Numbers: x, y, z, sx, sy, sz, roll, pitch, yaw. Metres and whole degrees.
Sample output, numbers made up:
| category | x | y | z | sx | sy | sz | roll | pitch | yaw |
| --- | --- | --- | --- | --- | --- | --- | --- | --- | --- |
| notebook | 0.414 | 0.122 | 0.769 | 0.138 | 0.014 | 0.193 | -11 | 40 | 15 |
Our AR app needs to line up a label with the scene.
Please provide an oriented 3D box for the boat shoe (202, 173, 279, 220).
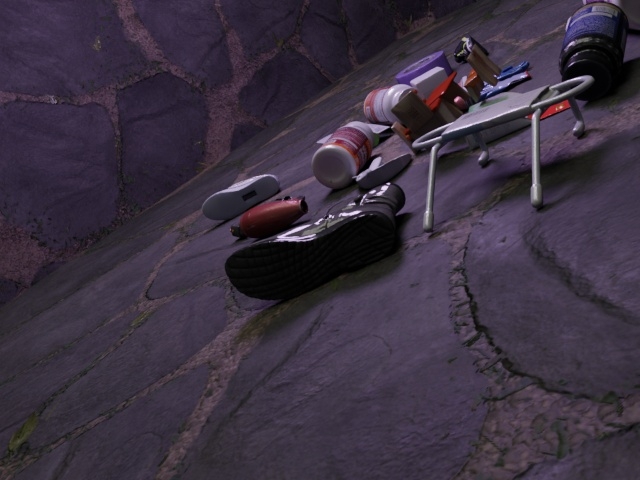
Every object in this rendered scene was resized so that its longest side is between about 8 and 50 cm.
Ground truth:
| category | x | y | z | sx | sy | sz | roll | pitch | yaw |
| --- | --- | --- | --- | --- | --- | --- | --- | --- | --- |
| boat shoe | -0.247 | -0.137 | 2.199 | 0.258 | 0.095 | 0.084 | -19 | 13 | 3 |

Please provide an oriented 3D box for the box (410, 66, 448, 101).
| category | x | y | z | sx | sy | sz | roll | pitch | yaw |
| --- | --- | --- | --- | --- | --- | --- | --- | --- | --- |
| box | 0.343 | -0.469 | 2.136 | 0.102 | 0.087 | 0.101 | -29 | 16 | 6 |

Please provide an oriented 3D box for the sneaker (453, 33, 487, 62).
| category | x | y | z | sx | sy | sz | roll | pitch | yaw |
| --- | --- | --- | --- | --- | --- | --- | --- | --- | --- |
| sneaker | 0.522 | -0.660 | 2.459 | 0.097 | 0.084 | 0.234 | -50 | 8 | 21 |

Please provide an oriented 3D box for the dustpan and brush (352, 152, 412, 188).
| category | x | y | z | sx | sy | sz | roll | pitch | yaw |
| --- | --- | --- | --- | --- | --- | --- | --- | --- | --- |
| dustpan and brush | 0.125 | -0.159 | 1.638 | 0.147 | 0.060 | 0.211 | -22 | 18 | 26 |

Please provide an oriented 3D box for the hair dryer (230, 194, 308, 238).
| category | x | y | z | sx | sy | sz | roll | pitch | yaw |
| --- | --- | --- | --- | --- | --- | --- | --- | --- | --- |
| hair dryer | -0.115 | -0.082 | 1.798 | 0.224 | 0.080 | 0.293 | -35 | 17 | -17 |

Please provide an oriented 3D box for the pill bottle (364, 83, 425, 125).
| category | x | y | z | sx | sy | sz | roll | pitch | yaw |
| --- | --- | --- | --- | --- | --- | --- | --- | --- | --- |
| pill bottle | 0.225 | -0.403 | 2.087 | 0.121 | 0.121 | 0.216 | -34 | 17 | -13 |

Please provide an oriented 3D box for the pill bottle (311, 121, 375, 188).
| category | x | y | z | sx | sy | sz | roll | pitch | yaw |
| --- | --- | --- | --- | --- | --- | --- | --- | --- | --- |
| pill bottle | 0.068 | -0.233 | 1.852 | 0.121 | 0.121 | 0.221 | -20 | 19 | 31 |

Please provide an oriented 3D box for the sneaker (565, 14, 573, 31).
| category | x | y | z | sx | sy | sz | roll | pitch | yaw |
| --- | --- | --- | --- | --- | --- | --- | --- | --- | --- |
| sneaker | 0.752 | -0.615 | 1.936 | 0.152 | 0.053 | 0.061 | -20 | 27 | 50 |

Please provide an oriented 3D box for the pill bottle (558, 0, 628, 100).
| category | x | y | z | sx | sy | sz | roll | pitch | yaw |
| --- | --- | --- | --- | --- | --- | --- | --- | --- | --- |
| pill bottle | 0.554 | -0.384 | 1.419 | 0.123 | 0.123 | 0.219 | -16 | 34 | 41 |

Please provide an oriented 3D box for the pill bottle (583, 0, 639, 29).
| category | x | y | z | sx | sy | sz | roll | pitch | yaw |
| --- | --- | --- | --- | --- | --- | --- | --- | --- | --- |
| pill bottle | 0.744 | -0.601 | 1.686 | 0.169 | 0.169 | 0.301 | -27 | 16 | 10 |

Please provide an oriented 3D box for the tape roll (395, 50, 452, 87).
| category | x | y | z | sx | sy | sz | roll | pitch | yaw |
| --- | --- | --- | --- | --- | --- | --- | --- | --- | --- |
| tape roll | 0.367 | -0.591 | 2.474 | 0.189 | 0.080 | 0.189 | -27 | 16 | 8 |

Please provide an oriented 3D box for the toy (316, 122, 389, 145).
| category | x | y | z | sx | sy | sz | roll | pitch | yaw |
| --- | --- | --- | --- | --- | --- | --- | --- | --- | --- |
| toy | 0.103 | -0.305 | 2.126 | 0.137 | 0.056 | 0.237 | -32 | 21 | -19 |

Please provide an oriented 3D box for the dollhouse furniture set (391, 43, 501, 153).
| category | x | y | z | sx | sy | sz | roll | pitch | yaw |
| --- | --- | --- | --- | --- | --- | --- | --- | --- | --- |
| dollhouse furniture set | 0.267 | -0.327 | 1.632 | 0.262 | 0.135 | 0.259 | -40 | 10 | 36 |

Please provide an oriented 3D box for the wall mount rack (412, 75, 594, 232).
| category | x | y | z | sx | sy | sz | roll | pitch | yaw |
| --- | --- | --- | --- | --- | --- | --- | --- | --- | --- |
| wall mount rack | 0.308 | -0.154 | 1.211 | 0.350 | 0.130 | 0.304 | -15 | 18 | 42 |

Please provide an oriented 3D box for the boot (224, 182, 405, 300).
| category | x | y | z | sx | sy | sz | roll | pitch | yaw |
| --- | --- | --- | --- | --- | --- | --- | --- | --- | --- |
| boot | 0.000 | 0.000 | 1.335 | 0.338 | 0.118 | 0.222 | -14 | 17 | 15 |

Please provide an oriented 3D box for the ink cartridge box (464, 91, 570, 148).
| category | x | y | z | sx | sy | sz | roll | pitch | yaw |
| --- | --- | --- | --- | --- | --- | --- | --- | --- | --- |
| ink cartridge box | 0.429 | -0.291 | 1.522 | 0.225 | 0.056 | 0.181 | -24 | 17 | 27 |

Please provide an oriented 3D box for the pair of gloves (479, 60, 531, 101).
| category | x | y | z | sx | sy | sz | roll | pitch | yaw |
| --- | --- | --- | --- | --- | --- | --- | --- | --- | --- |
| pair of gloves | 0.489 | -0.428 | 1.879 | 0.159 | 0.023 | 0.198 | -21 | 19 | 23 |

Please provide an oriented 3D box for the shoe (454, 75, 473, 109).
| category | x | y | z | sx | sy | sz | roll | pitch | yaw |
| --- | --- | --- | --- | --- | --- | --- | --- | --- | --- |
| shoe | 0.372 | -0.395 | 1.904 | 0.081 | 0.063 | 0.178 | -19 | 23 | 21 |
